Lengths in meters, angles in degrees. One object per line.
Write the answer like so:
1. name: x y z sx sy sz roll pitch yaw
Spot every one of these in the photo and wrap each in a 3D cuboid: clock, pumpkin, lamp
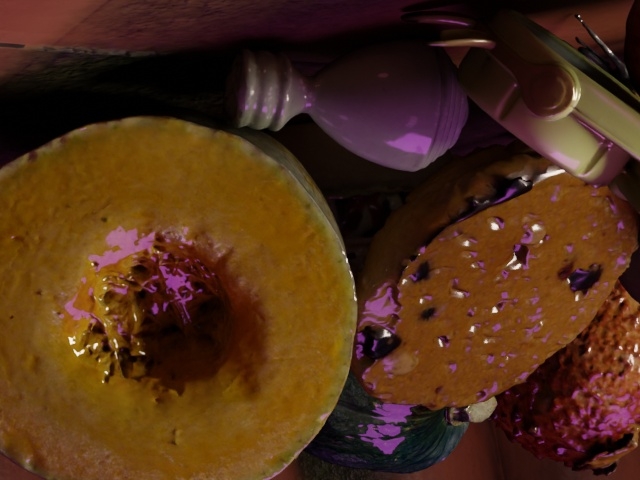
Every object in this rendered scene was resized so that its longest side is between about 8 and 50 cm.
1. clock: 0.168 -0.111 1.448 0.232 0.069 0.170 32 -166 -17
2. pumpkin: -0.138 0.034 1.582 0.332 0.332 0.199 -9 -161 1
3. lamp: 0.023 -0.110 1.502 0.193 0.106 0.106 4 165 -16
4. pumpkin: 0.049 0.108 2.089 0.263 0.293 0.197 33 -167 38

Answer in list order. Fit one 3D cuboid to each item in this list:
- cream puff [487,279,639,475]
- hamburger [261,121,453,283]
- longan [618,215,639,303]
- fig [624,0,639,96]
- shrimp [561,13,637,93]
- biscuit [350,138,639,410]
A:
1. cream puff: 0.300 0.086 2.169 0.229 0.350 0.350 38 156 -7
2. hamburger: 0.000 0.000 1.793 0.300 0.176 0.300 -9 169 -2
3. longan: 0.358 -0.027 1.799 0.246 0.215 0.246 -14 175 -1
4. fig: 0.333 -0.144 1.426 0.175 0.175 0.207 -19 174 40
5. shrimp: 0.321 -0.089 1.610 0.343 0.145 0.116 34 175 -20
6. biscuit: 0.144 0.027 1.667 0.296 0.075 0.296 -19 140 -17
